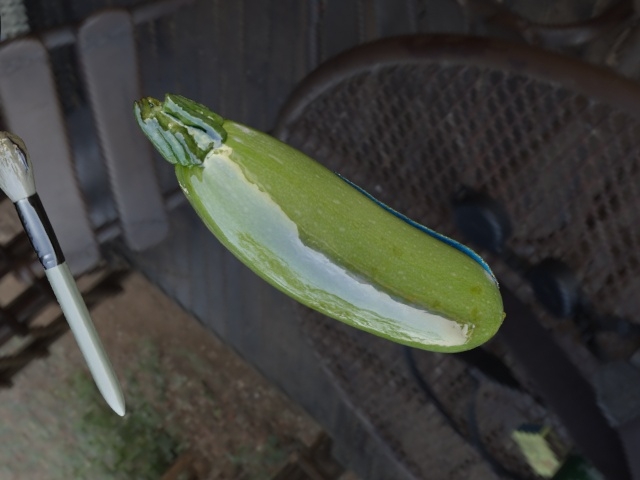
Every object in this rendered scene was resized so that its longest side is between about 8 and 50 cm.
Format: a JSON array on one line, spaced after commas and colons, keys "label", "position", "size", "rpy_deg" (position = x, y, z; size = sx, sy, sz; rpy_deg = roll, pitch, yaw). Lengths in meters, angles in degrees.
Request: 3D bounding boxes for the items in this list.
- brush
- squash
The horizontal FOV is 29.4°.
[{"label": "brush", "position": [-0.246, 0.034, 1.164], "size": [0.299, 0.042, 0.039], "rpy_deg": [66, 168, -10]}, {"label": "squash", "position": [0.000, 0.000, 0.842], "size": [0.341, 0.094, 0.094], "rpy_deg": [30, 165, -32]}]
